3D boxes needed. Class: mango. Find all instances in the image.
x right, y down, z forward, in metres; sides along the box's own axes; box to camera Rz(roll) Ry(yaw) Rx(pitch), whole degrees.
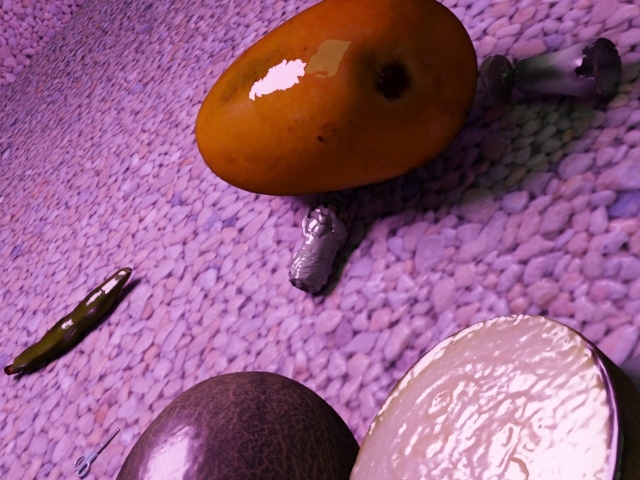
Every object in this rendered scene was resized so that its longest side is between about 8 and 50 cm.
[{"bbox_3d":[0.003,-0.177,1.049,0.300,0.232,0.445,-28,11,-37],"label":"mango"}]

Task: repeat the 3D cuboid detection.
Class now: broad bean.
[{"bbox_3d":[-0.413,0.143,1.311,0.297,0.043,0.060,-39,26,9],"label":"broad bean"}]

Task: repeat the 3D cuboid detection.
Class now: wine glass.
[{"bbox_3d":[0.274,-0.199,0.963,0.155,0.072,0.072,5,57,48],"label":"wine glass"}]

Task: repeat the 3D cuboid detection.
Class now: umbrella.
[{"bbox_3d":[0.000,0.000,1.036,0.067,0.062,0.144,13,69,10],"label":"umbrella"}]

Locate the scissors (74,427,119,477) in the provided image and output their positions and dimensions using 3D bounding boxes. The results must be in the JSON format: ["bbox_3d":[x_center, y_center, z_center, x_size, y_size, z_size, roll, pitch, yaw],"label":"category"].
[{"bbox_3d":[-0.304,0.286,1.089,0.083,0.006,0.036,-46,37,-3],"label":"scissors"}]

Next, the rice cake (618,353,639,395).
[{"bbox_3d":[0.310,0.087,0.550,0.237,0.043,0.127,-17,19,-32],"label":"rice cake"}]

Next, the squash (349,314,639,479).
[{"bbox_3d":[0.109,0.165,0.537,0.252,0.049,0.252,-44,24,25],"label":"squash"}]

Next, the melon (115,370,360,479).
[{"bbox_3d":[-0.068,0.251,0.692,0.237,0.237,0.302,-27,33,22],"label":"melon"}]
